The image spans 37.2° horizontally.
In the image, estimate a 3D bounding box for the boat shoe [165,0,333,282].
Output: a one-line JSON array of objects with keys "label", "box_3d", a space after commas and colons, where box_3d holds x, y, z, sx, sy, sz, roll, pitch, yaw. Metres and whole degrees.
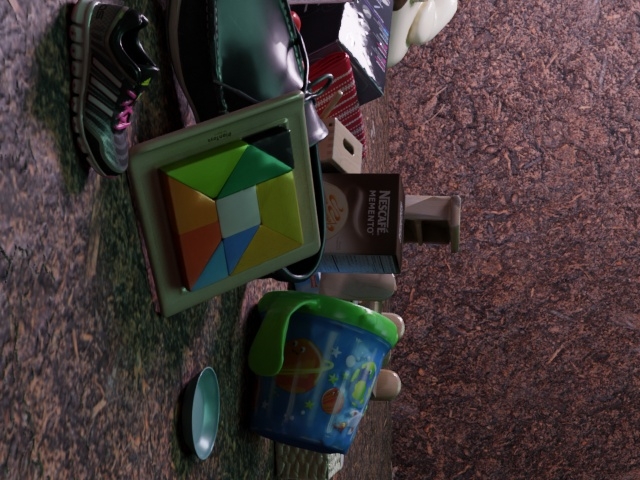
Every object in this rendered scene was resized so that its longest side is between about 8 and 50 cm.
[{"label": "boat shoe", "box_3d": [-0.073, -0.160, 1.192, 0.187, 0.156, 0.500, -29, 128, -38]}]

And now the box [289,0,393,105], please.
[{"label": "box", "box_3d": [0.018, -0.358, 1.677, 0.143, 0.165, 0.270, 44, 38, -35]}]

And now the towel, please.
[{"label": "towel", "box_3d": [-0.021, -0.180, 1.588, 0.031, 0.199, 0.275, 54, -10, 31]}]

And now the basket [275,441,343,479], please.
[{"label": "basket", "box_3d": [-0.021, 0.353, 1.752, 0.103, 0.113, 0.167, -26, 116, -76]}]

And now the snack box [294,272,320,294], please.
[{"label": "snack box", "box_3d": [0.000, 0.000, 1.993, 0.187, 0.060, 0.321, 79, 16, -49]}]

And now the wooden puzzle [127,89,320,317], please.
[{"label": "wooden puzzle", "box_3d": [-0.099, -0.036, 1.096, 0.044, 0.221, 0.238, 40, -36, 45]}]

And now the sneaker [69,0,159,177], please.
[{"label": "sneaker", "box_3d": [-0.189, -0.142, 0.895, 0.063, 0.075, 0.170, -49, 138, -75]}]

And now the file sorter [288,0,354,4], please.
[{"label": "file sorter", "box_3d": [-0.045, -0.483, 1.365, 0.173, 0.193, 0.277, -49, 139, -78]}]

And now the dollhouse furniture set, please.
[{"label": "dollhouse furniture set", "box_3d": [0.148, 0.117, 1.935, 0.362, 0.257, 0.394, 68, 26, -69]}]

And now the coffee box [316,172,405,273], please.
[{"label": "coffee box", "box_3d": [0.005, -0.028, 1.496, 0.098, 0.247, 0.141, 66, 26, -67]}]

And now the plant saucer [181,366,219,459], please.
[{"label": "plant saucer", "box_3d": [-0.158, 0.224, 1.238, 0.119, 0.021, 0.119, 1, 90, -79]}]

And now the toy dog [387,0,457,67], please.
[{"label": "toy dog", "box_3d": [0.107, -0.566, 2.133, 0.395, 0.285, 0.408, -52, 167, -2]}]

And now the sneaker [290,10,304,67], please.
[{"label": "sneaker", "box_3d": [-0.080, -0.228, 1.376, 0.107, 0.118, 0.278, 67, 25, -64]}]

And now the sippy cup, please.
[{"label": "sippy cup", "box_3d": [-0.011, 0.223, 1.552, 0.240, 0.306, 0.224, -16, -124, 60]}]

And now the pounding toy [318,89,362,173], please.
[{"label": "pounding toy", "box_3d": [-0.002, -0.154, 1.500, 0.141, 0.130, 0.100, 37, 53, -59]}]
